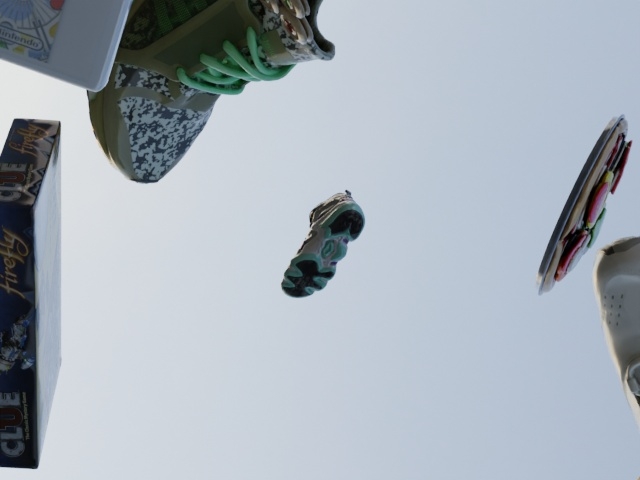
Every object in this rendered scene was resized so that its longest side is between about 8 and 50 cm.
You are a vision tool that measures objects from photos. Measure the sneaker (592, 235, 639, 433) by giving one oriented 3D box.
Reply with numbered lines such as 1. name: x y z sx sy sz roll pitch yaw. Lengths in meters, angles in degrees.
1. sneaker: 0.284 0.126 1.237 0.111 0.297 0.129 -16 -152 32

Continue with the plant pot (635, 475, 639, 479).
1. plant pot: 0.294 0.278 1.589 0.083 0.079 0.083 49 -33 47

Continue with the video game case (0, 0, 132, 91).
1. video game case: -0.186 -0.202 0.809 0.026 0.227 0.206 -80 -170 -65

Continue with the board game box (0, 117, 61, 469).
1. board game box: -0.245 0.042 1.363 0.165 0.042 0.243 -92 -175 -62

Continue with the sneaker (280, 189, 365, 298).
1. sneaker: 0.000 0.000 1.381 0.098 0.038 0.069 -49 -159 14

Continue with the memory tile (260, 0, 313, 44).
1. memory tile: -0.056 -0.231 1.320 0.012 0.113 0.148 -35 -112 -12

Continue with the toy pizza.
1. toy pizza: 0.270 -0.032 1.656 0.032 0.201 0.201 25 -86 12

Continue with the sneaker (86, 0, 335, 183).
1. sneaker: -0.073 -0.194 1.473 0.182 0.158 0.410 50 -56 31
